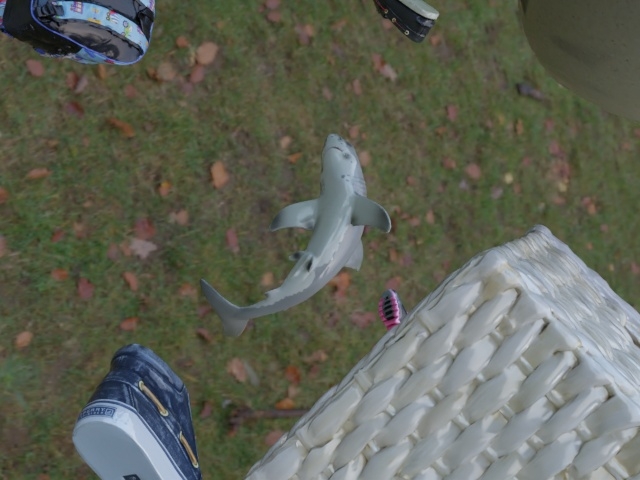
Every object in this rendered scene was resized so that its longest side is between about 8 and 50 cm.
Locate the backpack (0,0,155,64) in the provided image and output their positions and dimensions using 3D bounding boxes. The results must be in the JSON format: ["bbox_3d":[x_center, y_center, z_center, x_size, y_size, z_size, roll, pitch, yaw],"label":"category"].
[{"bbox_3d":[-0.301,-0.297,1.167,0.173,0.117,0.158,22,67,-45],"label":"backpack"}]

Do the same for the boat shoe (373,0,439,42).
[{"bbox_3d":[0.077,-0.272,1.047,0.049,0.042,0.133,-8,45,-47],"label":"boat shoe"}]

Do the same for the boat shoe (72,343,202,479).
[{"bbox_3d":[-0.109,0.163,0.669,0.083,0.065,0.183,-74,149,-53],"label":"boat shoe"}]

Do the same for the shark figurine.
[{"bbox_3d":[-0.003,0.027,1.089,0.278,0.166,0.116,-53,144,-3],"label":"shark figurine"}]

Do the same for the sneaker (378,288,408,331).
[{"bbox_3d":[0.140,0.139,1.599,0.057,0.047,0.119,-18,92,-43],"label":"sneaker"}]

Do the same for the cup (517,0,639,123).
[{"bbox_3d":[0.299,-0.221,0.741,0.331,0.237,0.330,2,86,-30],"label":"cup"}]

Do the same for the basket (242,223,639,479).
[{"bbox_3d":[0.153,0.209,0.755,0.328,0.331,0.266,49,19,15],"label":"basket"}]
